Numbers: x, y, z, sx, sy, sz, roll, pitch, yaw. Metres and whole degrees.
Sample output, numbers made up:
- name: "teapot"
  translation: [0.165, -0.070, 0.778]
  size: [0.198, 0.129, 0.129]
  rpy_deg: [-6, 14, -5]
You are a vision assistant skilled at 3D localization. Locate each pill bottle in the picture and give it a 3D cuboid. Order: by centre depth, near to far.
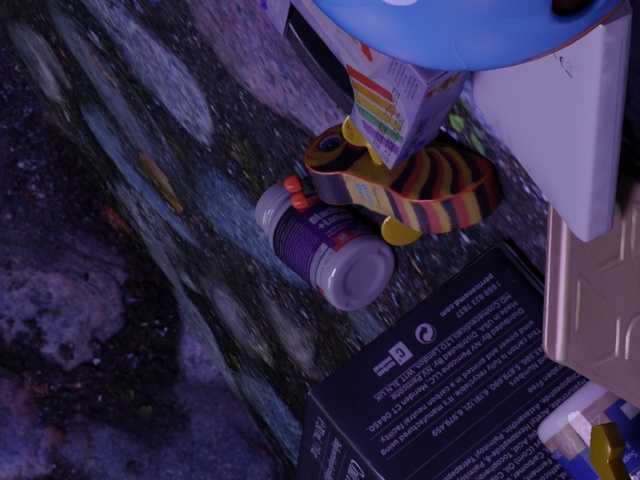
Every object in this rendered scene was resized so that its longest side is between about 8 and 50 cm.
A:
- name: "pill bottle"
  translation: [0.353, 0.243, 1.940]
  size: [0.264, 0.153, 0.153]
  rpy_deg: [50, 164, 10]
- name: "pill bottle"
  translation: [0.000, 0.000, 2.544]
  size: [0.193, 0.108, 0.108]
  rpy_deg: [40, 159, 41]

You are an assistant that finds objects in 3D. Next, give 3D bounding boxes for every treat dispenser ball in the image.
- name: "treat dispenser ball"
  translation: [0.102, -0.259, 1.339]
  size: [0.288, 0.288, 0.288]
  rpy_deg: [49, 164, 19]

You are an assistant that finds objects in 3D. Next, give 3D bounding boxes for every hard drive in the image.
- name: "hard drive"
  translation: [0.193, -0.159, 1.687]
  size: [0.203, 0.040, 0.307]
  rpy_deg: [56, 167, 31]

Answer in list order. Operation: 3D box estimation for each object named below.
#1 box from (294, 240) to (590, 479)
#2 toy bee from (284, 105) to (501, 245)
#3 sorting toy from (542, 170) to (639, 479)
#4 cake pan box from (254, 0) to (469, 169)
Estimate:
- name: "box"
  translation: [0.226, 0.329, 2.243]
  size: [0.472, 0.297, 0.480]
  rpy_deg: [48, 164, 14]
- name: "toy bee"
  translation: [0.053, -0.071, 2.138]
  size: [0.195, 0.162, 0.298]
  rpy_deg: [58, 164, -22]
- name: "sorting toy"
  translation: [0.289, 0.090, 1.804]
  size: [0.229, 0.041, 0.307]
  rpy_deg: [27, 121, 56]
- name: "cake pan box"
  translation: [0.029, -0.208, 1.811]
  size: [0.245, 0.070, 0.267]
  rpy_deg: [54, 167, 8]
